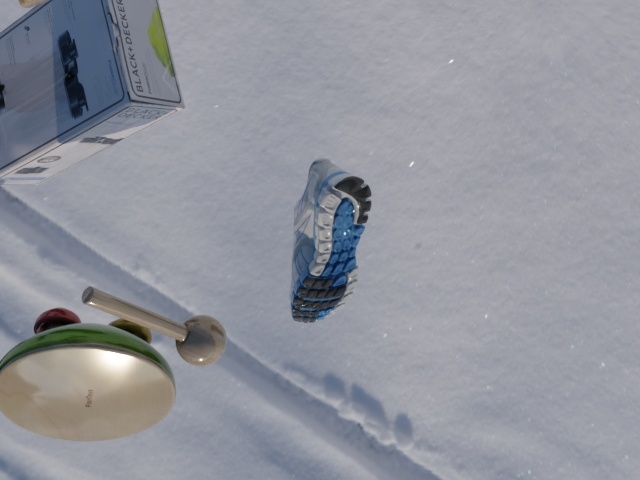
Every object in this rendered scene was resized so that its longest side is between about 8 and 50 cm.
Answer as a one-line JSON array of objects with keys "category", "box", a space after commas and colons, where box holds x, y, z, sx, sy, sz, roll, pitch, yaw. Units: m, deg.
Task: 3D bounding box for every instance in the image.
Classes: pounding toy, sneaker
[{"category": "pounding toy", "box": [-0.229, 0.109, 0.768, 0.183, 0.110, 0.237, 31, 124, -35]}, {"category": "sneaker", "box": [0.000, 0.000, 0.764, 0.071, 0.083, 0.191, -3, 124, -29]}]

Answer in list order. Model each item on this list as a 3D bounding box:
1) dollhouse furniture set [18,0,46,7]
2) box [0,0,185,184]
[{"category": "dollhouse furniture set", "box": [-0.109, -0.108, 0.139, 0.181, 0.101, 0.161, -24, 103, 0]}, {"category": "box", "box": [-0.310, -0.187, 0.877, 0.289, 0.087, 0.169, -20, 82, 32]}]
